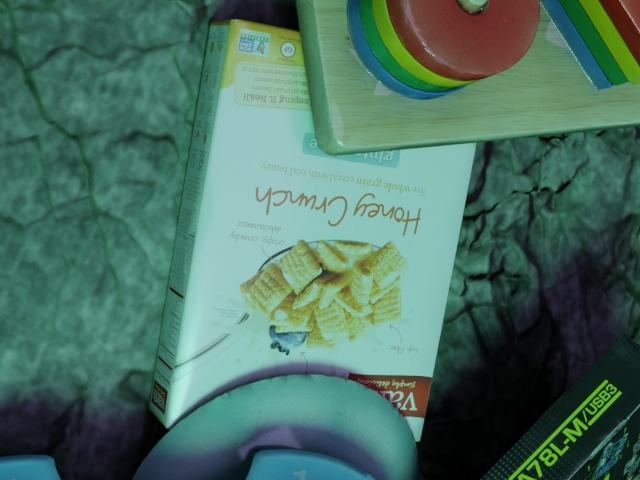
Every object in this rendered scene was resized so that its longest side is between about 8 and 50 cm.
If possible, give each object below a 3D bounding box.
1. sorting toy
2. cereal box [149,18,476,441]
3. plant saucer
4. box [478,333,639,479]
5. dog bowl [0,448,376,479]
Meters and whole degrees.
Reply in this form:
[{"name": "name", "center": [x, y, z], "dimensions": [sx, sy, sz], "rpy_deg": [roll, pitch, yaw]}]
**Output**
[{"name": "sorting toy", "center": [0.114, -0.191, 0.674], "dimensions": [0.257, 0.089, 0.255], "rpy_deg": [-8, 89, -26]}, {"name": "cereal box", "center": [0.000, 0.000, 0.708], "dimensions": [0.173, 0.047, 0.240], "rpy_deg": [6, 96, -25]}, {"name": "plant saucer", "center": [-0.022, 0.172, 0.703], "dimensions": [0.195, 0.037, 0.195], "rpy_deg": [-10, 120, -18]}, {"name": "box", "center": [0.143, 0.168, 0.749], "dimensions": [0.184, 0.045, 0.190], "rpy_deg": [-45, 154, -13]}, {"name": "dog bowl", "center": [-0.090, 0.203, 0.633], "dimensions": [0.297, 0.074, 0.166], "rpy_deg": [0, 117, -10]}]
